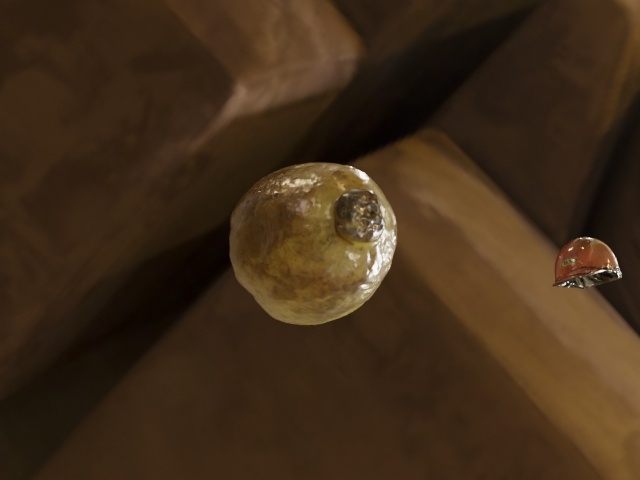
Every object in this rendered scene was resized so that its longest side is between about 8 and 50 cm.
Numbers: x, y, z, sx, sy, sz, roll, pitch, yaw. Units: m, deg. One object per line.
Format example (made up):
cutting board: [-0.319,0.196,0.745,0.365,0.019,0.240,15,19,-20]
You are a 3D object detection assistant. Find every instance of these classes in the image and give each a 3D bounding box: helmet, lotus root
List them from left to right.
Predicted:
lotus root: [0.000,0.000,1.152,0.138,0.214,0.138,4,82,-27]
helmet: [0.269,0.021,1.409,0.084,0.065,0.049,7,69,-53]
